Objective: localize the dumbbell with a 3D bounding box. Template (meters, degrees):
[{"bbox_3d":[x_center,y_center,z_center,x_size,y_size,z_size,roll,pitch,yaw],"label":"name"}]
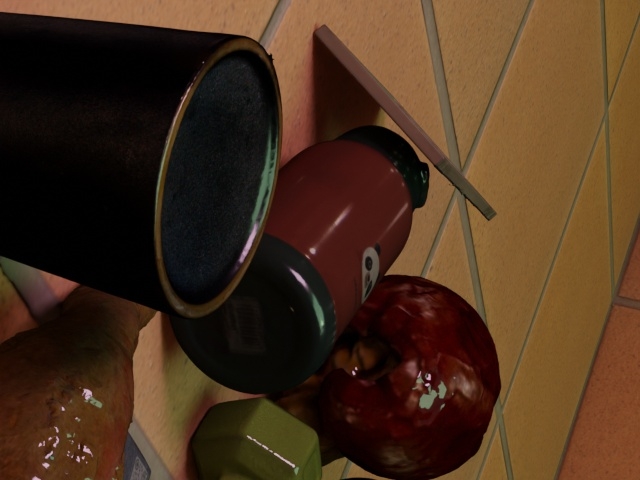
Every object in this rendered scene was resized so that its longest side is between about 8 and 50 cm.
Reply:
[{"bbox_3d":[-0.099,0.268,1.313,0.121,0.108,0.302,84,27,-43],"label":"dumbbell"}]

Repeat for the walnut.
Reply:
[{"bbox_3d":[0.050,0.141,1.542,0.269,0.244,0.222,29,36,-63],"label":"walnut"}]

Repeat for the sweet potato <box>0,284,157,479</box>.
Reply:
[{"bbox_3d":[-0.164,0.099,0.973,0.385,0.109,0.109,-77,170,-60],"label":"sweet potato"}]

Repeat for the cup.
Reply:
[{"bbox_3d":[-0.124,-0.046,0.947,0.239,0.177,0.166,26,76,-70],"label":"cup"}]

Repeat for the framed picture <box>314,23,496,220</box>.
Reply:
[{"bbox_3d":[0.089,-0.111,1.519,0.016,0.184,0.250,-42,159,6],"label":"framed picture"}]

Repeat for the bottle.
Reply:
[{"bbox_3d":[0.000,0.000,1.367,0.336,0.144,0.144,-46,144,-57],"label":"bottle"}]

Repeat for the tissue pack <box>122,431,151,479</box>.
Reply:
[{"bbox_3d":[-0.179,0.177,1.127,0.156,0.051,0.112,72,33,-55],"label":"tissue pack"}]

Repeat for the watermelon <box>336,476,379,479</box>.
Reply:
[{"bbox_3d":[0.054,0.307,1.551,0.141,0.187,0.141,-179,-90,-88],"label":"watermelon"}]
